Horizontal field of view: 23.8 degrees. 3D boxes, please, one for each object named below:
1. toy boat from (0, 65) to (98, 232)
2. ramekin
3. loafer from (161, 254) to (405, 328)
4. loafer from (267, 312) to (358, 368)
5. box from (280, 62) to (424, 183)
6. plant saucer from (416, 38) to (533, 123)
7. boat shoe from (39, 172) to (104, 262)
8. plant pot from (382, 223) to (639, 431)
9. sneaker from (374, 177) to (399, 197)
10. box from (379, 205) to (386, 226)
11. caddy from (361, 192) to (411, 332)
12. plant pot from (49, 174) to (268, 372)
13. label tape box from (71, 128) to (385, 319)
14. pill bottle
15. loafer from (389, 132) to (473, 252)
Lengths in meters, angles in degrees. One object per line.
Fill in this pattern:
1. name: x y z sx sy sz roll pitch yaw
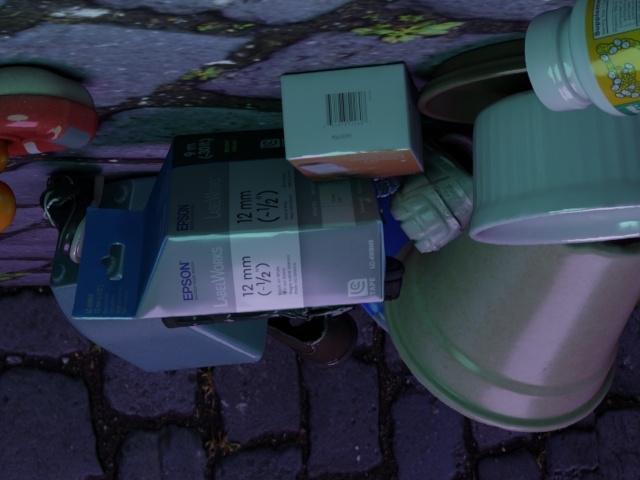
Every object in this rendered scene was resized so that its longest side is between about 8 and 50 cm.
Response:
1. toy boat: -0.332 -0.078 1.482 0.231 0.151 0.151 -6 173 20
2. ramekin: 0.287 -0.079 1.576 0.277 0.135 0.277 -4 173 -1
3. loafer: -0.050 0.060 1.811 0.302 0.095 0.109 2 -164 7
4. loafer: -0.099 0.059 2.390 0.366 0.134 0.130 32 174 16
5. box: 0.038 -0.120 1.603 0.130 0.091 0.170 -5 173 9
6. plant saucer: 0.236 -0.165 1.560 0.278 0.041 0.278 -3 174 0
7. boat shoe: -0.324 -0.033 1.945 0.079 0.084 0.233 16 -163 -11
8. plant pot: 0.285 0.022 1.912 0.334 0.334 0.305 -1 143 -23
9. sneaker: 0.028 -0.075 2.132 0.166 0.065 0.076 -2 177 0
10. box: 0.009 -0.049 1.913 0.105 0.043 0.179 -11 -145 -13
11. caddy: 0.157 0.066 2.226 0.341 0.179 0.241 32 179 9
12. plant pot: -0.237 0.030 2.160 0.247 0.248 0.252 -9 156 39
13. label tape box: -0.108 -0.026 1.743 0.348 0.115 0.249 -2 -150 -2
14. pill bottle: 0.277 -0.165 1.238 0.208 0.117 0.117 -9 172 38
15. loafer: 0.150 -0.072 1.795 0.111 0.112 0.319 -34 -167 13
